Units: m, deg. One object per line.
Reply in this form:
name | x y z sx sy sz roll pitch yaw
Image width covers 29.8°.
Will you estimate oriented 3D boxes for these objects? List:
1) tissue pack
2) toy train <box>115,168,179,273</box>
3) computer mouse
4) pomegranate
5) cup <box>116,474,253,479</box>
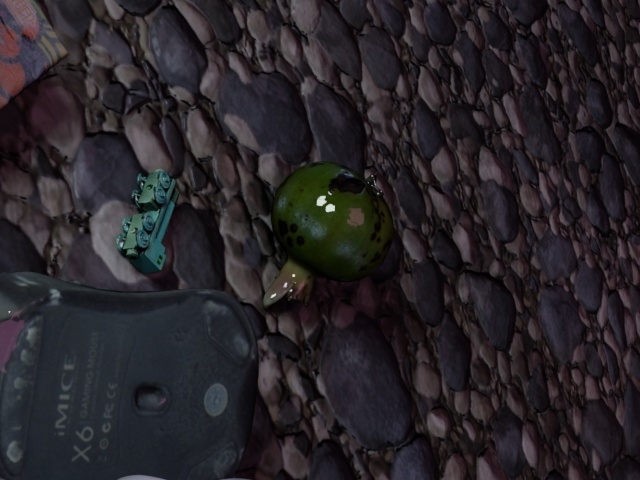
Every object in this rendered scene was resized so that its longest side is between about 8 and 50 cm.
tissue pack | -0.261 -0.138 0.850 0.108 0.060 0.148 59 37 -20
toy train | -0.139 -0.018 0.994 0.045 0.029 0.092 51 40 -39
computer mouse | -0.180 0.098 0.831 0.379 0.090 0.167 17 79 -51
pomegranate | 0.000 0.000 1.116 0.122 0.122 0.161 34 89 -42
cup | -0.002 0.277 0.782 0.259 0.274 0.357 -55 132 -32
